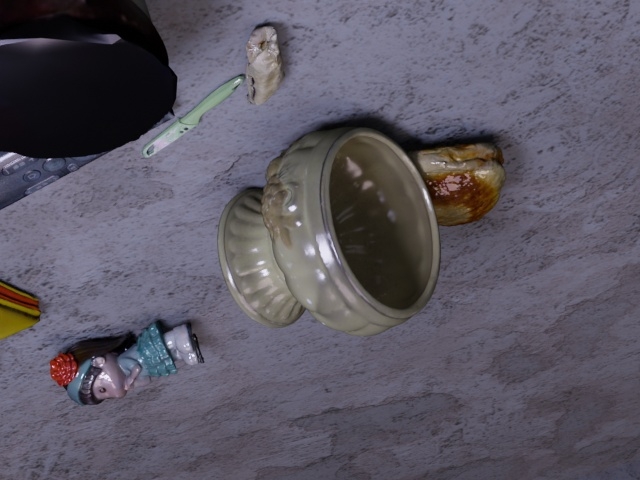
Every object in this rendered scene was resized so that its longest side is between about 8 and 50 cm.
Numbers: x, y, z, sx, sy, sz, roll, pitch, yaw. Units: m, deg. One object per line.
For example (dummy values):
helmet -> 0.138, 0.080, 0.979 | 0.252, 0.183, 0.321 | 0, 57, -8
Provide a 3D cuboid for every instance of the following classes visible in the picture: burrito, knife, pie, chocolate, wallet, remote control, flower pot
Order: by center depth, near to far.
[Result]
chocolate -> -0.309, -0.231, 1.592 | 0.283, 0.186, 0.283 | -9, 158, -4
burrito -> -0.073, -0.228, 1.844 | 0.055, 0.041, 0.149 | -2, 152, -3
remote control -> -0.377, -0.106, 1.857 | 0.377, 0.044, 0.107 | -27, 156, 5
knife -> -0.175, -0.168, 1.925 | 0.207, 0.014, 0.030 | -33, 146, 30
flower pot -> 0.000, 0.000, 2.032 | 0.244, 0.307, 0.307 | -18, 153, 36
wallet -> -0.557, 0.102, 2.147 | 0.141, 0.067, 0.241 | -26, 149, 21
pie -> 0.192, -0.086, 2.159 | 0.178, 0.084, 0.205 | 0, 149, -25

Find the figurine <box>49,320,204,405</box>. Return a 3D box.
figurine -> -0.329, 0.201, 2.381 | 0.245, 0.110, 0.138 | -19, 140, -1
